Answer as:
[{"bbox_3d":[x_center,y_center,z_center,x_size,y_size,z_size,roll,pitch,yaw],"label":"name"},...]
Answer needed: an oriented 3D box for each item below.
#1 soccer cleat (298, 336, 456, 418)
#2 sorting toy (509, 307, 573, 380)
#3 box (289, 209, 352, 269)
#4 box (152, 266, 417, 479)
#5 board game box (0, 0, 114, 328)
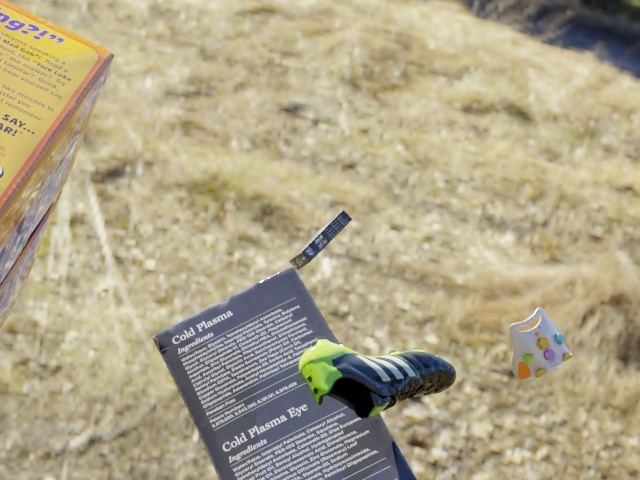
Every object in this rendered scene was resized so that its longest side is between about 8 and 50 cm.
[{"bbox_3d":[0.059,0.140,1.326,0.179,0.060,0.072,9,44,-31],"label":"soccer cleat"},{"bbox_3d":[0.277,0.129,1.754,0.083,0.075,0.045,-31,10,-14],"label":"sorting toy"},{"bbox_3d":[0.000,0.000,1.779,0.018,0.067,0.083,46,73,-3],"label":"box"},{"bbox_3d":[-0.008,0.264,1.511,0.179,0.343,0.312,-27,52,-6],"label":"box"},{"bbox_3d":[-0.458,-0.036,1.278,0.356,0.356,0.356,25,36,-5],"label":"board game box"}]
